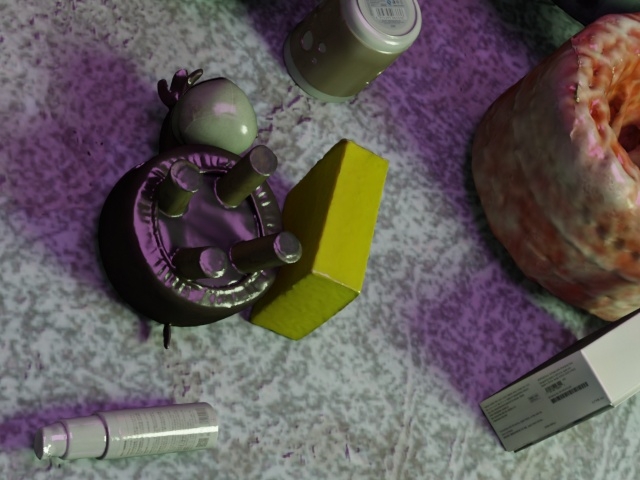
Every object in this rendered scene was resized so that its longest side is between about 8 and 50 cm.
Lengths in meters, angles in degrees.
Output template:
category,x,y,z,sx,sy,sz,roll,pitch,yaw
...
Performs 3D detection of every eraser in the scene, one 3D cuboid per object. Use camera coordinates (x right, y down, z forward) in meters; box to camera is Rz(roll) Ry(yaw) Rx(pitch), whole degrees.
category,x,y,z,sx,sy,sz,roll,pitch,yaw
eraser,0.000,0.000,1.403,0.045,0.097,0.122,26,56,-18

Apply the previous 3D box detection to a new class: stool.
category,x,y,z,sx,sy,sz,roll,pitch,yaw
stool,-0.080,-0.032,1.356,0.125,0.121,0.217,20,63,-22

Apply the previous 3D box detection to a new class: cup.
category,x,y,z,sx,sy,sz,roll,pitch,yaw
cup,0.034,-0.170,1.506,0.074,0.099,0.102,42,52,-9

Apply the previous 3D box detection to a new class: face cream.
category,x,y,z,sx,sy,sz,roll,pitch,yaw
face cream,-0.132,0.130,1.293,0.130,0.034,0.034,-3,69,-35

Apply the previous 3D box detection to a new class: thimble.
category,x,y,z,sx,sy,sz,roll,pitch,yaw
thimble,0.251,-0.058,1.557,0.239,0.162,0.239,16,56,-26

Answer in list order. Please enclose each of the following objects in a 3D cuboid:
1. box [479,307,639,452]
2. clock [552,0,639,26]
category,x,y,z,sx,sy,sz,roll,pitch,yaw
box,0.211,0.100,1.470,0.129,0.130,0.051,-28,86,-39
clock,0.269,-0.288,1.690,0.319,0.066,0.319,22,42,-22
